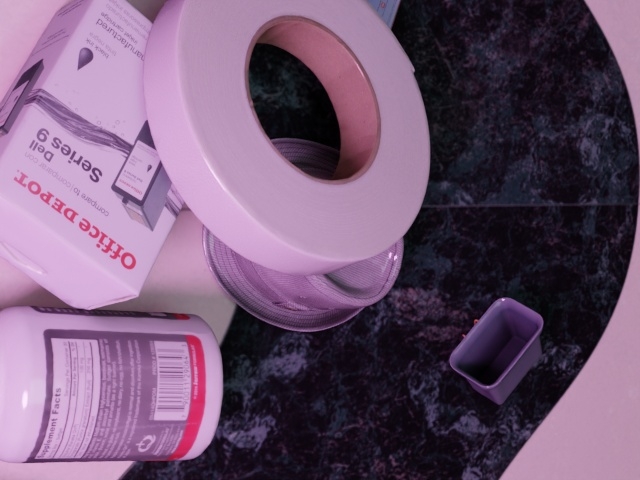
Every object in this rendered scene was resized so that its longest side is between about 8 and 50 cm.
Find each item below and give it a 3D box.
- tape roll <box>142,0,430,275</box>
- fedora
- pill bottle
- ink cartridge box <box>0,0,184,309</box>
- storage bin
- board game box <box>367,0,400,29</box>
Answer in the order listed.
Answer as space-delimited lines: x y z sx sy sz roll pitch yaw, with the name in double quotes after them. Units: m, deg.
-0.027 -0.152 1.424 0.392 0.072 0.392 17 63 -37 "tape roll"
0.000 0.000 1.555 0.275 0.124 0.244 33 80 -29 "fedora"
-0.286 0.163 1.386 0.318 0.176 0.176 5 95 -30 "pill bottle"
-0.249 -0.099 1.352 0.211 0.121 0.289 39 57 -29 "ink cartridge box"
0.255 0.163 1.749 0.135 0.098 0.091 -48 144 -16 "storage bin"
0.053 -0.370 1.588 0.145 0.027 0.281 21 87 -31 "board game box"
